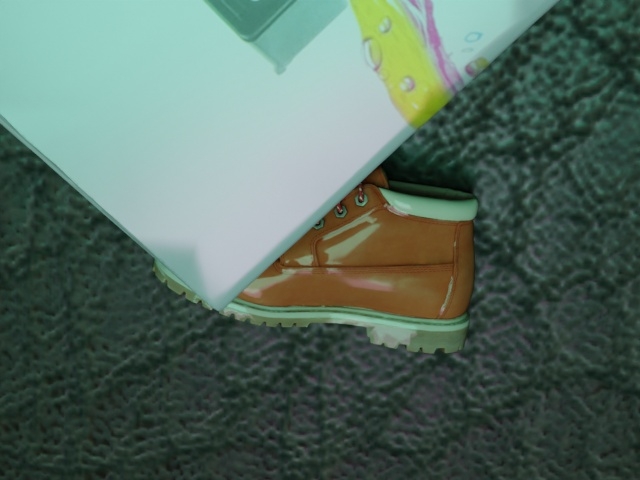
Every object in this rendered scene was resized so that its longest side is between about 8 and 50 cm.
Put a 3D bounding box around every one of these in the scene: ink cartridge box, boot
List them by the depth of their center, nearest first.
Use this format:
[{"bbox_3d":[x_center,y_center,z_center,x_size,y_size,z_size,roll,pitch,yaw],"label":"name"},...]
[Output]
[{"bbox_3d":[-0.005,-0.155,0.497,0.197,0.198,0.270,44,109,-12],"label":"ink cartridge box"},{"bbox_3d":[0.000,0.000,0.636,0.158,0.059,0.084,7,109,-7],"label":"boot"}]
